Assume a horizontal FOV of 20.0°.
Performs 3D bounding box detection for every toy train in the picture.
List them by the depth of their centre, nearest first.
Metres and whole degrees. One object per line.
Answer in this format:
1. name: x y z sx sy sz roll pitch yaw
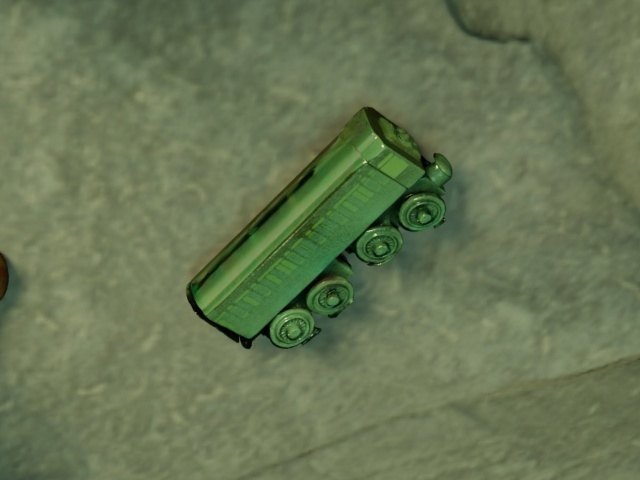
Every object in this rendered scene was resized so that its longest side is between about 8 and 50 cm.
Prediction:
1. toy train: 0.000 0.000 0.910 0.071 0.038 0.148 32 114 -32

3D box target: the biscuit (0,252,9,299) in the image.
1. biscuit: -0.220 0.034 0.882 0.130 0.019 0.119 30 115 -34
